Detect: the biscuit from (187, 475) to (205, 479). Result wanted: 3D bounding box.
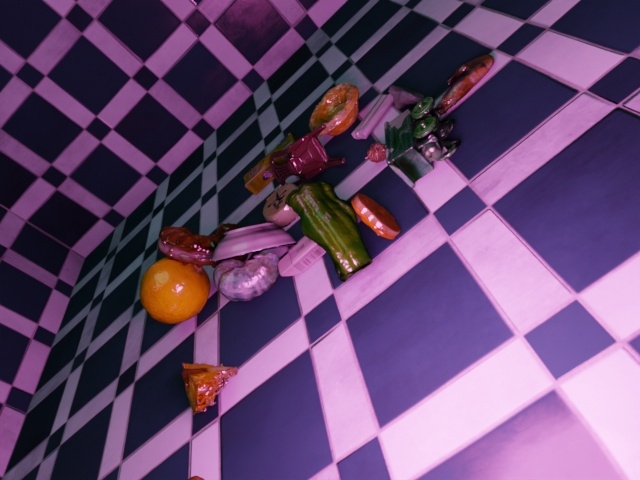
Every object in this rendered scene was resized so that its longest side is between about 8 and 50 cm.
[{"bbox_3d":[-0.329,0.737,1.291,0.208,0.041,0.290,-52,30,-4],"label":"biscuit"}]

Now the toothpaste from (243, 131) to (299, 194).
[{"bbox_3d":[-0.221,-0.360,2.354,0.327,0.077,0.110,-41,33,14],"label":"toothpaste"}]

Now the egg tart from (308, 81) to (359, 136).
[{"bbox_3d":[0.070,-0.545,2.150,0.288,0.118,0.288,-31,35,24],"label":"egg tart"}]

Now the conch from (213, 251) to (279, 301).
[{"bbox_3d":[-0.274,0.133,1.787,0.220,0.195,0.277,-28,-18,-47],"label":"conch"}]

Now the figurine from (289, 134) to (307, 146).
[{"bbox_3d":[-0.061,-0.400,2.175,0.132,0.132,0.154,-30,23,29],"label":"figurine"}]

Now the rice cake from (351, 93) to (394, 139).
[{"bbox_3d":[0.214,-0.489,1.977,0.222,0.042,0.080,-53,35,-9],"label":"rice cake"}]

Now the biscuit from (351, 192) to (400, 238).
[{"bbox_3d":[0.159,-0.065,1.465,0.050,0.170,0.170,-48,29,20],"label":"biscuit"}]

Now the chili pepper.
[{"bbox_3d":[0.043,-0.036,1.497,0.167,0.213,0.385,-38,54,10],"label":"chili pepper"}]

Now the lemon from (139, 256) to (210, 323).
[{"bbox_3d":[-0.581,0.195,2.002,0.293,0.293,0.293,-32,34,25],"label":"lemon"}]

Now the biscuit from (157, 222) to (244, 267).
[{"bbox_3d":[-0.444,0.015,1.990,0.268,0.366,0.115,26,116,41],"label":"biscuit"}]

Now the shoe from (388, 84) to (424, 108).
[{"bbox_3d":[0.315,-0.532,1.886,0.195,0.079,0.078,53,135,51],"label":"shoe"}]

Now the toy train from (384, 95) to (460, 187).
[{"bbox_3d":[0.312,-0.317,1.559,0.201,0.145,0.266,-33,33,31],"label":"toy train"}]

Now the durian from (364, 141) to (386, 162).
[{"bbox_3d":[0.195,-0.307,1.759,0.091,0.080,0.080,-24,33,1],"label":"durian"}]

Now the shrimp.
[{"bbox_3d":[0.459,-0.524,1.699,0.296,0.058,0.169,-44,23,1],"label":"shrimp"}]

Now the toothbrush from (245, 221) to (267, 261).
[{"bbox_3d":[-0.272,0.030,2.036,0.024,0.018,0.257,-9,49,56],"label":"toothbrush"}]

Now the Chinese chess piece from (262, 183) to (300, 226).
[{"bbox_3d":[-0.146,-0.142,2.008,0.188,0.083,0.188,-32,33,23],"label":"Chinese chess piece"}]

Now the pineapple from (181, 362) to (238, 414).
[{"bbox_3d":[-0.348,0.465,1.586,0.249,0.164,0.140,-1,94,57],"label":"pineapple"}]

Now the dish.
[{"bbox_3d":[-0.240,-0.005,1.768,0.316,0.106,0.316,-12,2,0],"label":"dish"}]

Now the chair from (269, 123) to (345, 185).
[{"bbox_3d":[-0.068,-0.323,2.020,0.183,0.176,0.326,-36,14,-16],"label":"chair"}]

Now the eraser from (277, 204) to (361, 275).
[{"bbox_3d":[0.000,0.000,1.681,0.352,0.061,0.089,-42,31,12],"label":"eraser"}]
